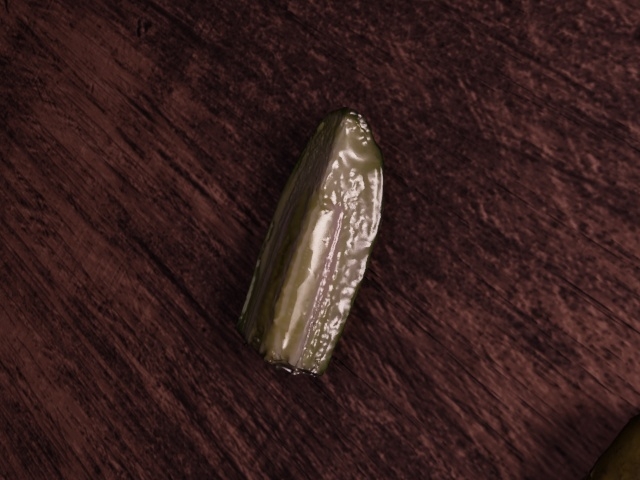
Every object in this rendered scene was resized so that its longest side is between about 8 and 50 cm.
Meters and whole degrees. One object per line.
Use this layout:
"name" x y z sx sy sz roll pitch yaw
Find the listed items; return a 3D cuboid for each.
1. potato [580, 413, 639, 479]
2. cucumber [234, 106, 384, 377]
"potato" 0.301 0.267 0.786 0.251 0.113 0.149 -65 28 4
"cucumber" 0.001 0.000 1.076 0.145 0.105 0.325 18 92 64
